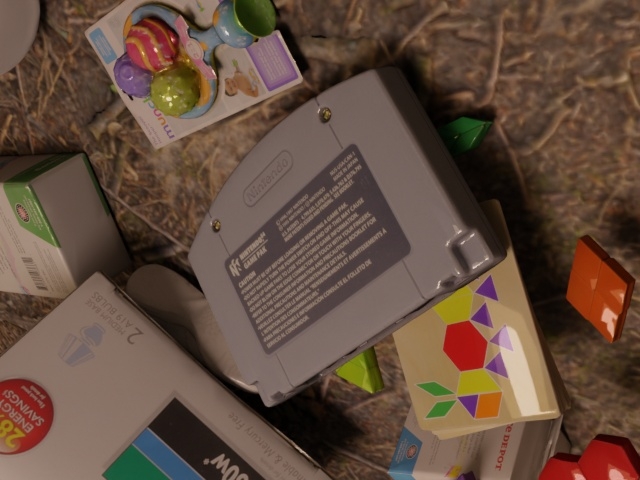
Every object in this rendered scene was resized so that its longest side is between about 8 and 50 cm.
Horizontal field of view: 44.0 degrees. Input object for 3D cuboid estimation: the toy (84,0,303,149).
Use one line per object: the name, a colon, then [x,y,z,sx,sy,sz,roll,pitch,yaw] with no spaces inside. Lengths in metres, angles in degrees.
toy: [-0.135,-0.161,0.712,0.237,0.056,0.137,-15,110,43]

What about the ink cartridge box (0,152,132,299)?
ink cartridge box: [-0.352,-0.019,0.961,0.212,0.093,0.154,1,121,35]

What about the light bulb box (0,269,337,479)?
light bulb box: [-0.218,0.280,0.932,0.358,0.225,0.361,41,151,4]

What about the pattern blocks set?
pattern blocks set: [0.115,0.069,0.635,0.285,0.026,0.325,-8,94,44]

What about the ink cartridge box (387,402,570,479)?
ink cartridge box: [0.153,0.198,0.722,0.143,0.092,0.090,-7,134,41]

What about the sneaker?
sneaker: [-0.129,0.110,0.913,0.212,0.080,0.094,34,149,20]

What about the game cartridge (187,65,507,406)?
game cartridge: [0.000,0.000,0.675,0.297,0.062,0.198,-39,67,41]

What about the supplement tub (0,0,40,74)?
supplement tub: [-0.394,-0.245,0.782,0.199,0.144,0.144,22,132,23]
